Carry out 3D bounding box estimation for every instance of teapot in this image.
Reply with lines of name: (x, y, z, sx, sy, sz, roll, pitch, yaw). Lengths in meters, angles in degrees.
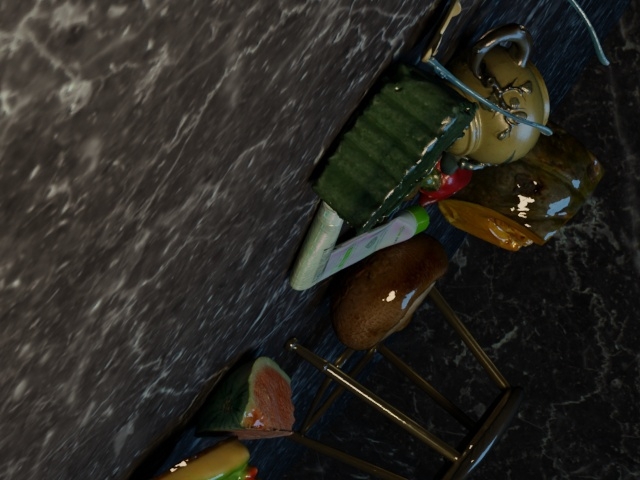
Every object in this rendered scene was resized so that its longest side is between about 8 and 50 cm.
teapot: (0.219, -0.192, 1.568, 0.182, 0.173, 0.269, -21, 148, -20)

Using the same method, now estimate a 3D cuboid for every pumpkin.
pumpkin: (0.378, -0.118, 2.178, 0.225, 0.256, 0.303, -57, -174, -14)

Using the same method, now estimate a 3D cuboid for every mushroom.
mushroom: (0.116, 0.084, 1.981, 0.253, 0.153, 0.253, -47, 178, -2)

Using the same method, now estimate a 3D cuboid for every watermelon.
watermelon: (-0.135, 0.262, 1.726, 0.146, 0.128, 0.231, -24, 162, 13)

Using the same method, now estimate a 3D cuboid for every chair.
chair: (0.155, 0.302, 2.211, 0.362, 0.410, 0.365, -45, 168, -34)

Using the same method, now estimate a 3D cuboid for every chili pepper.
chili pepper: (0.216, -0.106, 1.992, 0.137, 0.092, 0.368, -51, 169, 6)

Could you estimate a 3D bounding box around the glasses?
glasses: (0.233, -0.242, 1.365, 0.190, 0.220, 0.088, -53, -151, -5)

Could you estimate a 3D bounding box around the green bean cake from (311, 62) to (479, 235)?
green bean cake: (0.090, -0.112, 1.369, 0.208, 0.107, 0.193, -54, 173, 12)

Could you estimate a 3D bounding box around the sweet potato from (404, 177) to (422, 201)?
sweet potato: (0.111, -0.105, 1.624, 0.233, 0.062, 0.081, 56, 57, -76)

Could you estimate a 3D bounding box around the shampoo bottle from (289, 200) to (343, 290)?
shampoo bottle: (0.000, 0.000, 1.530, 0.069, 0.041, 0.191, -39, 165, -31)

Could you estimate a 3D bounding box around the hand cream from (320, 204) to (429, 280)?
hand cream: (0.079, 0.003, 1.829, 0.275, 0.050, 0.079, -26, 128, -43)

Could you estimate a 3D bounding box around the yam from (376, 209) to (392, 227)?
yam: (0.130, -0.060, 1.978, 0.107, 0.014, 0.014, -57, 169, 25)

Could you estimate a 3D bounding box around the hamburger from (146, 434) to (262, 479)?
hamburger: (-0.183, 0.404, 1.640, 0.237, 0.149, 0.237, -28, 170, -6)
